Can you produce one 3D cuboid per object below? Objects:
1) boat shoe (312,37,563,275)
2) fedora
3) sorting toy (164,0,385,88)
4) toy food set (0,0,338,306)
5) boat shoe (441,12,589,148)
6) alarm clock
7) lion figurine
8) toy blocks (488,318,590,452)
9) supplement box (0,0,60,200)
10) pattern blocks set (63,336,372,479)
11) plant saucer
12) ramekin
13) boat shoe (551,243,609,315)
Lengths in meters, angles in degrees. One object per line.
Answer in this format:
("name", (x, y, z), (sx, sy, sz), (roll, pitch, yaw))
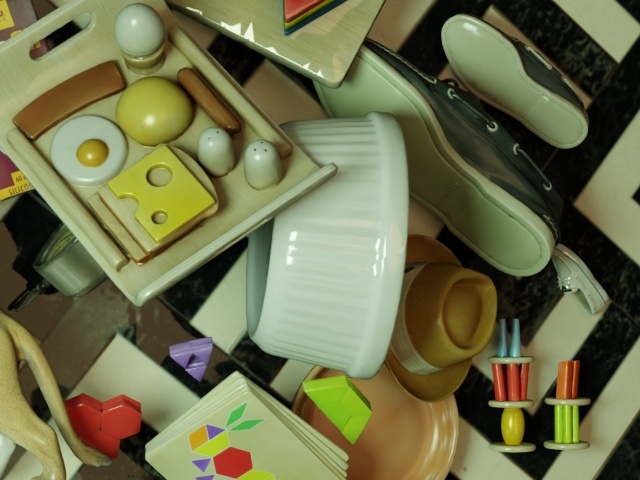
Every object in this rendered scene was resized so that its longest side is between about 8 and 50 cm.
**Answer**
("boat shoe", (0.138, -0.114, 1.727), (0.340, 0.127, 0.113), (40, 50, -1))
("fedora", (0.134, 0.078, 1.701), (0.194, 0.079, 0.194), (19, 65, -47))
("sorting toy", (-0.037, -0.330, 1.628), (0.257, 0.089, 0.255), (27, 80, 3))
("toy food set", (-0.163, -0.106, 1.472), (0.219, 0.092, 0.306), (-35, 66, -16))
("boat shoe", (0.220, -0.187, 1.795), (0.206, 0.075, 0.065), (39, 34, -11))
("alarm clock", (-0.236, 0.010, 1.586), (0.192, 0.129, 0.064), (-40, 107, 13))
("lion figurine", (-0.401, 0.129, 1.493), (0.392, 0.142, 0.240), (-5, 95, -13))
("toy blocks", (0.248, 0.162, 1.795), (0.123, 0.054, 0.148), (0, 89, -20))
("supplement box", (-0.312, -0.140, 1.575), (0.104, 0.081, 0.188), (-21, 96, -19))
("pattern blocks set", (-0.077, 0.223, 1.615), (0.285, 0.026, 0.325), (-26, 122, 11))
("plant saucer", (0.055, 0.206, 1.732), (0.200, 0.037, 0.200), (0, 89, -21))
("ramekin", (0.000, 0.000, 1.602), (0.127, 0.273, 0.273), (5, 88, -8))
("boat shoe", (0.290, 0.046, 1.823), (0.035, 0.035, 0.100), (-47, 111, -17))
